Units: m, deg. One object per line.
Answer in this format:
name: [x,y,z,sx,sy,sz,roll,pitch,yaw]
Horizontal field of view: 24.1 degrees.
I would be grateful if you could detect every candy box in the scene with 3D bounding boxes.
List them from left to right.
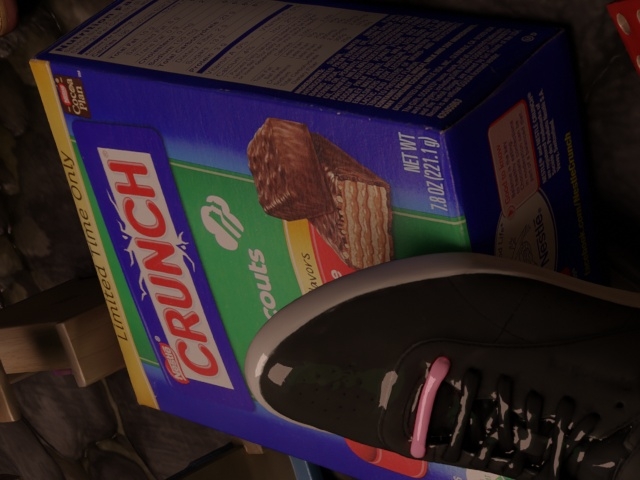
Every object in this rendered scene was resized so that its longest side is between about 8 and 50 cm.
candy box: [0.000,0.000,0.891,0.317,0.122,0.268,14,130,40]

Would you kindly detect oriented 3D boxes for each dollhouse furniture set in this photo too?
dollhouse furniture set: [-0.170,0.199,1.101,0.198,0.286,0.303,-11,101,50]

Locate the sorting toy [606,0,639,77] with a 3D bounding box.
sorting toy: [0.208,-0.067,0.631,0.132,0.046,0.274,62,172,-6]

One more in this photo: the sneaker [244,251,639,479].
sneaker: [0.115,0.090,0.702,0.296,0.147,0.104,6,119,-12]

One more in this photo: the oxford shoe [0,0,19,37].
oxford shoe: [-0.359,-0.180,1.104,0.348,0.130,0.123,11,128,41]
